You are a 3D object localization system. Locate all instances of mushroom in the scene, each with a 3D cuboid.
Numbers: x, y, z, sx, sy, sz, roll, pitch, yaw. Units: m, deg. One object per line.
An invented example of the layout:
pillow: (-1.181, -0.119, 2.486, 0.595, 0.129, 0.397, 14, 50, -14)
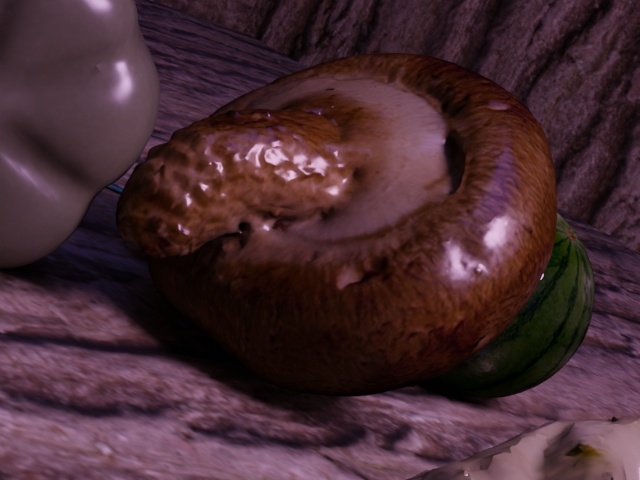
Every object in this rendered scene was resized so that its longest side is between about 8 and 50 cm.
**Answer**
mushroom: (0.022, -0.022, 1.066, 0.345, 0.239, 0.345, 3, 53, -4)

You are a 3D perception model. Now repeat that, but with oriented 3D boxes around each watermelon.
watermelon: (0.141, 0.054, 1.218, 0.188, 0.215, 0.188, 37, 31, -26)

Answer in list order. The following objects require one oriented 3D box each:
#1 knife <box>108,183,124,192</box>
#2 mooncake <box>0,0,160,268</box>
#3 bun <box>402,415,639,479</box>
knife: (-0.203, -0.051, 1.390, 0.091, 0.005, 0.014, 23, 10, -3)
mooncake: (-0.246, -0.109, 0.956, 0.275, 0.275, 0.135, 20, 19, -18)
bun: (0.076, 0.187, 0.393, 0.362, 0.234, 0.326, 15, 19, -12)
